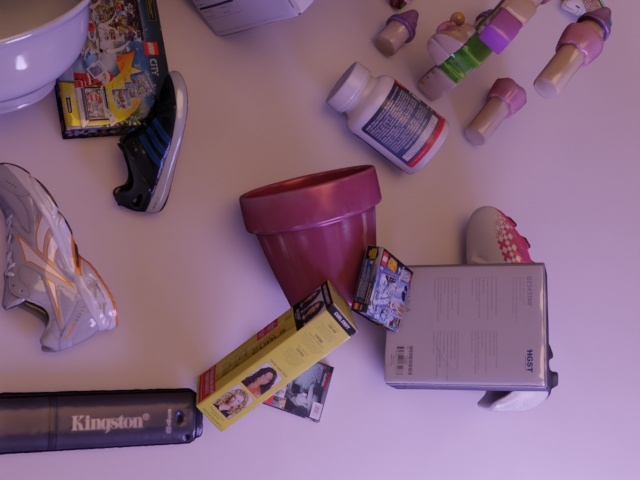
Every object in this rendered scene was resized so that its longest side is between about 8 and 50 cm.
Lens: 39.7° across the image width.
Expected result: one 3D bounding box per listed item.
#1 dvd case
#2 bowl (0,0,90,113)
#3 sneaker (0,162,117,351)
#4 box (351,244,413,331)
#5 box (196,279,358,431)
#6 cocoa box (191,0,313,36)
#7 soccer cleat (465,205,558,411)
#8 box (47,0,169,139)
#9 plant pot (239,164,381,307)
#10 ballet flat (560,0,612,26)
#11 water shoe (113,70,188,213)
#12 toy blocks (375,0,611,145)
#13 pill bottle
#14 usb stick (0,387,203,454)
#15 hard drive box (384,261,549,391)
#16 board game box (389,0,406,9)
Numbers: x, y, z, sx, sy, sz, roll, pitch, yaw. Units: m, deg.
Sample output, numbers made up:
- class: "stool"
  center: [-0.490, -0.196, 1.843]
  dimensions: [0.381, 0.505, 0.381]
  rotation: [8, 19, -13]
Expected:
- class: "dvd case"
  center: [-0.044, 0.206, 1.294]
  dimensions: [0.119, 0.013, 0.087]
  rotation: [22, 70, -17]
- class: "bowl"
  center: [-0.425, -0.253, 1.136]
  dimensions: [0.297, 0.134, 0.298]
  rotation: [-2, 40, 1]
- class: "sneaker"
  center: [-0.374, 0.025, 1.149]
  dimensions: [0.121, 0.099, 0.262]
  rotation: [-32, 91, -22]
- class: "box"
  center: [0.089, 0.070, 1.251]
  dimensions: [0.137, 0.027, 0.094]
  rotation: [37, 66, -61]
- class: "box"
  center: [-0.061, 0.154, 1.192]
  dimensions: [0.232, 0.087, 0.058]
  rotation: [-37, 110, 9]
- class: "cocoa box"
  center: [-0.059, -0.508, 1.306]
  dimensions: [0.347, 0.231, 0.228]
  rotation: [-52, 120, -24]
- class: "soccer cleat"
  center: [0.273, 0.110, 1.400]
  dimensions: [0.143, 0.116, 0.331]
  rotation: [-11, 83, -26]
- class: "box"
  center: [-0.305, -0.266, 1.274]
  dimensions: [0.159, 0.044, 0.233]
  rotation: [-7, 80, -25]
- class: "plant pot"
  center: [0.000, 0.000, 1.276]
  dimensions: [0.201, 0.201, 0.180]
  rotation: [-18, 101, -26]
- class: "ballet flat"
  center: [0.470, -0.473, 1.665]
  dimensions: [0.067, 0.073, 0.206]
  rotation: [-28, 87, 1]
- class: "water shoe"
  center: [-0.236, -0.137, 1.222]
  dimensions: [0.080, 0.073, 0.203]
  rotation: [9, 100, -21]
- class: "toy blocks"
  center: [0.285, -0.372, 1.430]
  dimensions: [0.309, 0.288, 0.260]
  rotation: [43, 69, -6]
- class: "pill bottle"
  center: [0.104, -0.197, 1.403]
  dimensions: [0.180, 0.108, 0.108]
  rotation: [36, 66, -13]
- class: "usb stick"
  center: [-0.291, 0.234, 1.160]
  dimensions: [0.277, 0.045, 0.077]
  rotation: [3, 76, -24]
- class: "hard drive box"
  center: [0.218, 0.130, 1.316]
  dimensions: [0.232, 0.089, 0.181]
  rotation: [-1, 75, 17]
- class: "board game box"
  center: [0.207, -0.532, 1.519]
  dimensions: [0.027, 0.145, 0.281]
  rotation: [28, 60, 30]
